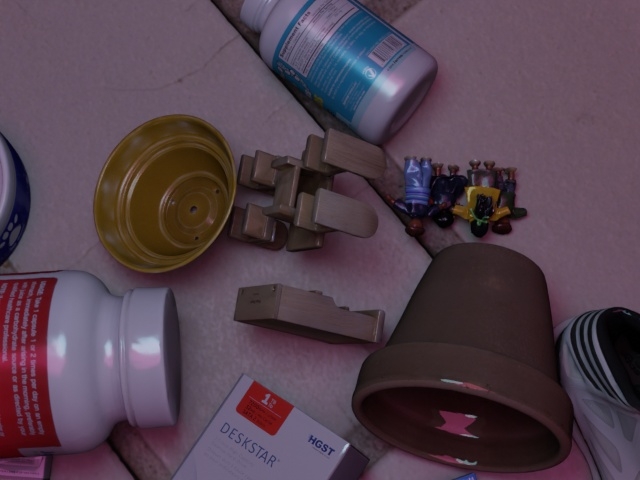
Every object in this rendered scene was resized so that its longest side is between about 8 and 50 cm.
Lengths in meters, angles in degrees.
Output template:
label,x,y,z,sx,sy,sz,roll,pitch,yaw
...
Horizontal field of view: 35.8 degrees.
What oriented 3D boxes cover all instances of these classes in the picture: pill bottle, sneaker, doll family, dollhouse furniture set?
label,x,y,z,sx,sy,sz,roll,pitch,yaw
pill bottle,0.019,-0.260,1.356,0.264,0.146,0.146,39,81,10
pill bottle,-0.385,0.153,1.225,0.408,0.229,0.229,-3,77,-1
sneaker,0.414,0.280,1.162,0.169,0.257,0.447,-27,78,-5
doll family,0.185,-0.052,1.344,0.193,0.076,0.111,3,81,7
dollhouse furniture set,0.000,0.000,1.277,0.161,0.212,0.242,17,75,-32

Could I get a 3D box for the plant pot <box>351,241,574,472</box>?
label,x,y,z,sx,sy,sz,roll,pitch,yaw
plant pot,0.192,0.133,1.226,0.263,0.263,0.229,15,61,5

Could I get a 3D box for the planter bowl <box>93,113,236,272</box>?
label,x,y,z,sx,sy,sz,roll,pitch,yaw
planter bowl,-0.189,-0.052,1.327,0.217,0.090,0.217,-7,72,21

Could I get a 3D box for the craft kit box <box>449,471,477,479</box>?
label,x,y,z,sx,sy,sz,roll,pitch,yaw
craft kit box,0.118,0.447,1.236,0.250,0.061,0.246,-17,74,-2

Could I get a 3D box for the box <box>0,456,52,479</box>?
label,x,y,z,sx,sy,sz,roll,pitch,yaw
box,-0.430,0.351,1.279,0.145,0.038,0.186,3,76,3

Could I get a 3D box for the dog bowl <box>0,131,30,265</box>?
label,x,y,z,sx,sy,sz,roll,pitch,yaw
dog bowl,-0.536,-0.062,1.345,0.265,0.104,0.264,0,77,2

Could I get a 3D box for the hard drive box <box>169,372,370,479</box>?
label,x,y,z,sx,sy,sz,roll,pitch,yaw
hard drive box,-0.082,0.313,1.226,0.181,0.089,0.232,27,77,29
